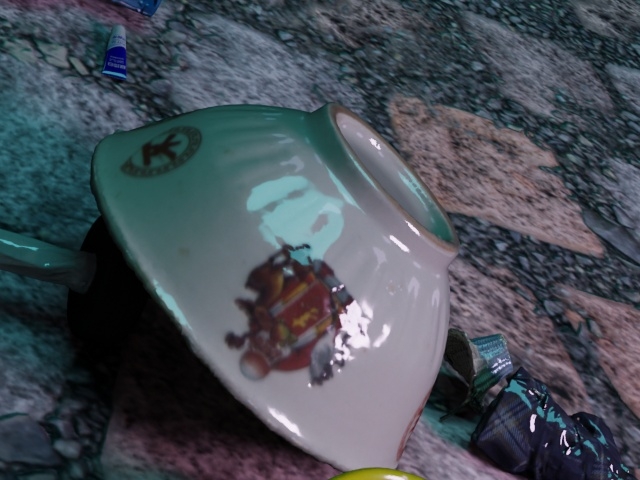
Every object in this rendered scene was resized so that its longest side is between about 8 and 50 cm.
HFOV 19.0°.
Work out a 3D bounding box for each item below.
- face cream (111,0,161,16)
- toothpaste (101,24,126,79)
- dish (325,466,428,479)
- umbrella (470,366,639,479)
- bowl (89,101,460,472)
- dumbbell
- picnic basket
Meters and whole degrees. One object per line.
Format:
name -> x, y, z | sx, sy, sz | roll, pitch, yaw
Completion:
face cream -> -0.307, -0.305, 1.846 | 0.336, 0.080, 0.163 | 21, 29, -13
toothpaste -> -0.193, -0.177, 1.813 | 0.024, 0.015, 0.083 | 14, 36, -11
dish -> 0.039, 0.259, 1.212 | 0.262, 0.108, 0.221 | 1, 36, -46
umbrella -> 0.228, 0.195, 1.542 | 0.224, 0.080, 0.071 | 37, -6, 7
bowl -> 0.000, 0.000, 1.436 | 0.337, 0.157, 0.337 | 45, 15, -15
dumbbell -> -0.223, 0.009, 1.394 | 0.191, 0.100, 0.100 | 17, 31, -21
picnic basket -> 0.119, 0.110, 1.584 | 0.083, 0.083, 0.065 | -22, 54, -8
